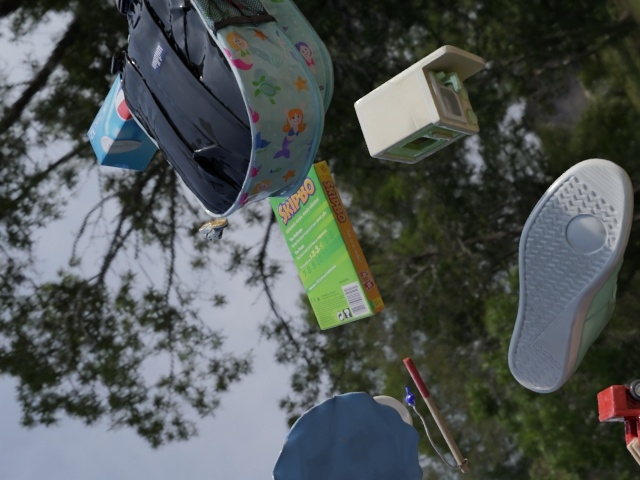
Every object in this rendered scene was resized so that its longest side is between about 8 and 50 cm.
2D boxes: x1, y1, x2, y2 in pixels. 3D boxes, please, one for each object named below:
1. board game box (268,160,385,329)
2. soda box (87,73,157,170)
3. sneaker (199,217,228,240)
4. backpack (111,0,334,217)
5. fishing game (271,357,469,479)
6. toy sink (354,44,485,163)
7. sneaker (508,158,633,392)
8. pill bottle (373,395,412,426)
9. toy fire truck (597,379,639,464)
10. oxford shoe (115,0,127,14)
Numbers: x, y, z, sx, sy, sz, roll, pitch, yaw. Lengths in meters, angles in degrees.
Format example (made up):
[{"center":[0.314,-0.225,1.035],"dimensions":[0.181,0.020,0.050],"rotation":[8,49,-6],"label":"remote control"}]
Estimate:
[{"center":[0.000,0.000,1.330],"dimensions":[0.039,0.124,0.259],"rotation":[-25,-89,-42],"label":"board game box"},{"center":[-0.231,-0.192,1.173],"dimensions":[0.071,0.210,0.067],"rotation":[5,-137,-43],"label":"soda box"},{"center":[-0.193,-0.021,1.663],"dimensions":[0.037,0.083,0.032],"rotation":[52,-125,-16],"label":"sneaker"},{"center":[-0.098,-0.160,0.979],"dimensions":[0.191,0.225,0.253],"rotation":[-14,-122,-32],"label":"backpack"},{"center":[0.031,0.238,0.828],"dimensions":[0.264,0.041,0.189],"rotation":[-34,-82,-36],"label":"fishing game"},{"center":[0.213,-0.254,1.720],"dimensions":[0.153,0.234,0.131],"rotation":[3,-115,-51],"label":"toy sink"},{"center":[0.267,0.017,0.907],"dimensions":[0.094,0.256,0.151],"rotation":[24,-147,24],"label":"sneaker"},{"center":[0.078,0.292,1.282],"dimensions":[0.078,0.137,0.078],"rotation":[9,-132,-10],"label":"pill bottle"},{"center":[0.307,0.196,0.796],"dimensions":[0.047,0.192,0.135],"rotation":[91,179,-72],"label":"toy fire truck"},{"center":[-0.260,-0.482,1.483],"dimensions":[0.097,0.271,0.098],"rotation":[26,-135,-26],"label":"oxford shoe"}]
